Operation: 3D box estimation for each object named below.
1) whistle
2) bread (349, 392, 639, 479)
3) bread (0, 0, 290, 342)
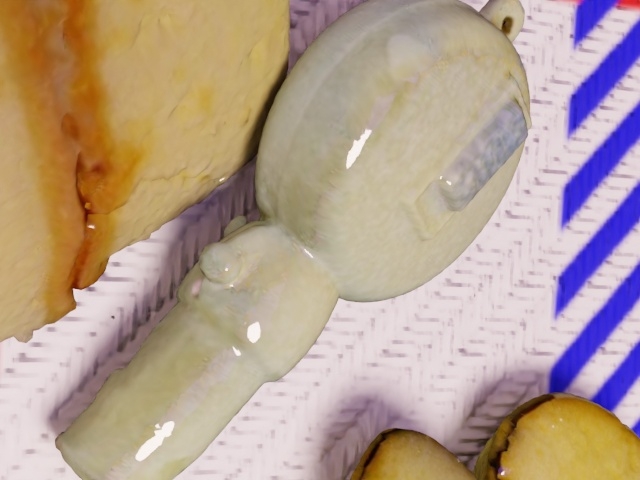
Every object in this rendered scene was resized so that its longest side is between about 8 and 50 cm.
[{"bbox_3d":[0.000,0.000,0.650,0.258,0.067,0.126,-47,144,-11],"label":"whistle"},{"bbox_3d":[0.076,0.131,0.729,0.188,0.065,0.149,31,67,-27],"label":"bread"},{"bbox_3d":[-0.134,-0.059,0.595,0.240,0.135,0.178,-34,145,-26],"label":"bread"}]
